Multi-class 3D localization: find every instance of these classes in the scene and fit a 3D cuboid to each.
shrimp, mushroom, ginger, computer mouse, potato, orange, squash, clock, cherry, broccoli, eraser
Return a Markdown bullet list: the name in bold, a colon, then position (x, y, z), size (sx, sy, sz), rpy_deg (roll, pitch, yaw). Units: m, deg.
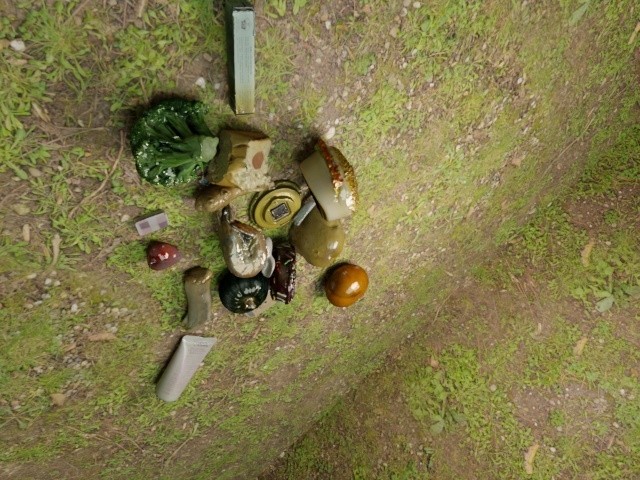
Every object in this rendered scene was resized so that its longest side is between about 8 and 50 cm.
- **shrimp**: position (-0.289, -0.012, 1.651), size (0.168, 0.077, 0.317), rpy_deg (-17, 108, -23)
- **mushroom**: position (-0.507, 0.251, 1.842), size (0.123, 0.095, 0.351), rpy_deg (5, 127, -17)
- **ginger**: position (-0.297, -0.169, 1.554), size (0.295, 0.131, 0.086), rpy_deg (-21, 103, -23)
- **computer mouse**: position (-0.268, 0.257, 2.043), size (0.237, 0.082, 0.145), rpy_deg (-36, 142, -6)
- **potato**: position (0.000, 0.000, 1.898), size (0.243, 0.242, 0.285), rpy_deg (5, 128, -42)
- **orange**: position (0.130, 0.225, 2.261), size (0.240, 0.171, 0.240), rpy_deg (-34, 155, -19)
- **squash**: position (-0.320, 0.208, 1.876), size (0.218, 0.172, 0.218), rpy_deg (-4, 119, -8)
- **clock**: position (-0.166, -0.126, 1.758), size (0.237, 0.057, 0.237), rpy_deg (-22, 141, -19)
- **cherry**: position (-0.566, 0.057, 1.595), size (0.106, 0.087, 0.126), rpy_deg (-55, 158, 10)
- **broccoli**: position (-0.411, -0.273, 1.283), size (0.269, 0.242, 0.261), rpy_deg (-30, 131, -60)
- **eraser**: position (-0.572, -0.062, 1.517), size (0.105, 0.026, 0.065), rpy_deg (-23, 137, -20)

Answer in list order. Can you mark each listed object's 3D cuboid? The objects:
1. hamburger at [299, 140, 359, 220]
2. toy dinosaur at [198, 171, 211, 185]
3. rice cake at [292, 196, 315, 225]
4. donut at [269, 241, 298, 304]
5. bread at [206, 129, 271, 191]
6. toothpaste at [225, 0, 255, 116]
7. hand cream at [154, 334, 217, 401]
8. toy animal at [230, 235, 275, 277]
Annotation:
- **hamburger**: position (0.043, -0.213, 1.664), size (0.179, 0.276, 0.294), rpy_deg (-24, 146, 0)
- **toy dinosaur**: position (-0.376, -0.215, 1.515), size (0.083, 0.030, 0.047), rpy_deg (-23, 142, -20)
- **rice cake**: position (-0.038, -0.146, 1.823), size (0.211, 0.034, 0.043), rpy_deg (-50, 180, -1)
- **donut**: position (-0.159, 0.138, 1.883), size (0.103, 0.269, 0.269), rpy_deg (1, 132, -9)
- **bread**: position (-0.229, -0.251, 1.435), size (0.224, 0.211, 0.183), rpy_deg (-1, 108, -30)
- **toothpaste**: position (-0.230, -0.517, 1.281), size (0.071, 0.089, 0.312), rpy_deg (-12, 136, -20)
- **hand cream**: position (-0.638, 0.582, 2.069), size (0.186, 0.118, 0.358), rpy_deg (22, 106, -46)
- **toy animal**: position (-0.283, 0.060, 1.765), size (0.193, 0.127, 0.178), rpy_deg (-9, 104, -19)
